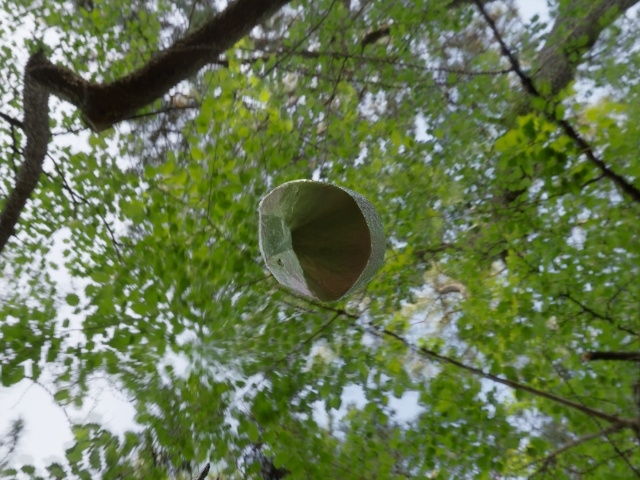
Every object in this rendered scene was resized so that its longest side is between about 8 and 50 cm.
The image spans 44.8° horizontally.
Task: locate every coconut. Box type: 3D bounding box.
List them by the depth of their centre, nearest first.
[{"bbox_3d":[0.000,0.000,1.303,0.204,0.236,0.236,-23,-95,21],"label":"coconut"}]

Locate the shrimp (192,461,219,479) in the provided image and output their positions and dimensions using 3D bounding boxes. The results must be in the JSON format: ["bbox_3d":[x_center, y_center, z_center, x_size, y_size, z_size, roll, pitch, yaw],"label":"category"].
[{"bbox_3d":[-0.133,0.222,0.361,0.137,0.172,0.372,40,-142,-15],"label":"shrimp"}]
